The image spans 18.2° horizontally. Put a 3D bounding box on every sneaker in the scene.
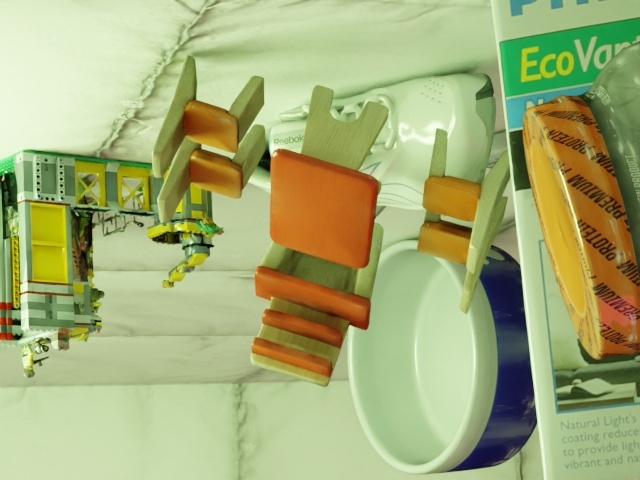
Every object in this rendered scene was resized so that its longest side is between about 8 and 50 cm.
[{"bbox_3d":[0.034,-0.073,1.644,0.129,0.111,0.297,11,162,-31],"label":"sneaker"}]

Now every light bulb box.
[{"bbox_3d":[0.275,0.003,1.431,0.225,0.361,0.358,-8,168,14],"label":"light bulb box"}]

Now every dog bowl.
[{"bbox_3d":[0.142,0.131,2.268,0.104,0.265,0.265,1,168,-31],"label":"dog bowl"}]

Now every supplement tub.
[{"bbox_3d":[0.288,-0.044,1.144,0.316,0.193,0.193,-16,168,-1],"label":"supplement tub"}]

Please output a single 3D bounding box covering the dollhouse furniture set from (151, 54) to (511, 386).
[{"bbox_3d":[0.000,0.000,1.566,0.262,0.135,0.259,17,155,7],"label":"dollhouse furniture set"}]

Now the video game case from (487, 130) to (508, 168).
[{"bbox_3d":[0.263,-0.089,1.822,0.183,0.023,0.201,7,165,-42],"label":"video game case"}]

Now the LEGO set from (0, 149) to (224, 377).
[{"bbox_3d":[-0.252,0.043,1.898,0.331,0.192,0.255,-14,164,43],"label":"LEGO set"}]
